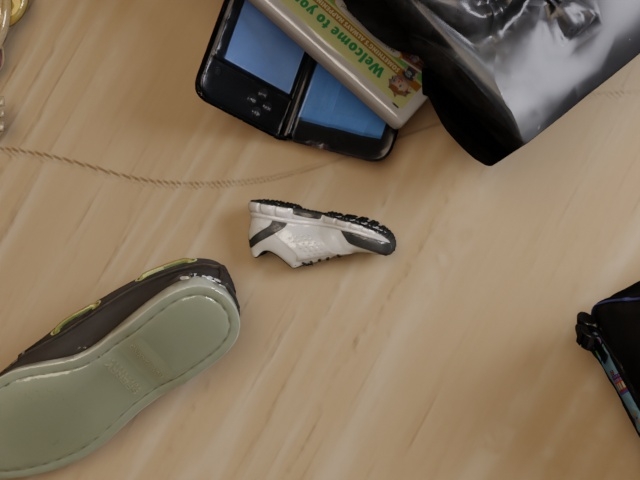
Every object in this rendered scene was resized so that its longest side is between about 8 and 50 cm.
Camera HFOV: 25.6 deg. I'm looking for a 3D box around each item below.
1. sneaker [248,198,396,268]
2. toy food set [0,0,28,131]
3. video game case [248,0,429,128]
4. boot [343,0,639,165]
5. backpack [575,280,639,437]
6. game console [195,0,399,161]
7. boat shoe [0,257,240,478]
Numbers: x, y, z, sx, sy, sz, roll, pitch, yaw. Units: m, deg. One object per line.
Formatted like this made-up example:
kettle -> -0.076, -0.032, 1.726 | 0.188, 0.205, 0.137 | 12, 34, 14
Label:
sneaker -> 0.000, 0.000, 0.984 | 0.109, 0.040, 0.044 | 11, 96, 17
toy food set -> -0.284, -0.170, 1.082 | 0.132, 0.038, 0.192 | -3, 82, 18
video game case -> 0.036, -0.215, 0.981 | 0.212, 0.023, 0.193 | 41, 77, -1
boot -> 0.172, -0.316, 0.948 | 0.445, 0.146, 0.367 | -40, 74, -2
backpack -> 0.255, 0.093, 0.850 | 0.117, 0.158, 0.173 | -26, 87, -13
game console -> 0.000, -0.143, 0.986 | 0.085, 0.124, 0.144 | 7, 75, 53
boat shoe -> -0.156, 0.089, 0.979 | 0.227, 0.069, 0.081 | -29, 113, 8
